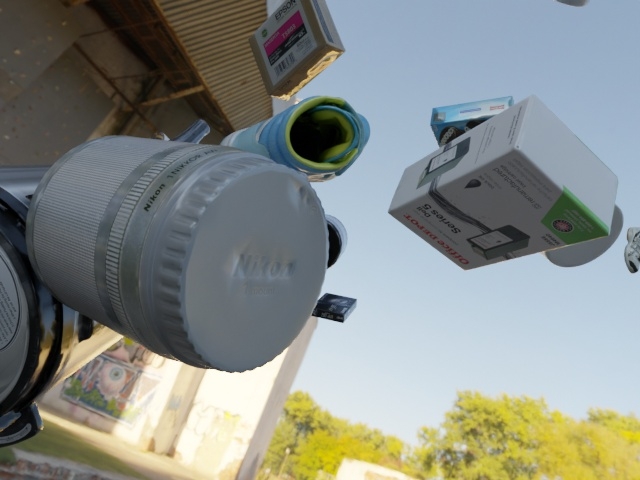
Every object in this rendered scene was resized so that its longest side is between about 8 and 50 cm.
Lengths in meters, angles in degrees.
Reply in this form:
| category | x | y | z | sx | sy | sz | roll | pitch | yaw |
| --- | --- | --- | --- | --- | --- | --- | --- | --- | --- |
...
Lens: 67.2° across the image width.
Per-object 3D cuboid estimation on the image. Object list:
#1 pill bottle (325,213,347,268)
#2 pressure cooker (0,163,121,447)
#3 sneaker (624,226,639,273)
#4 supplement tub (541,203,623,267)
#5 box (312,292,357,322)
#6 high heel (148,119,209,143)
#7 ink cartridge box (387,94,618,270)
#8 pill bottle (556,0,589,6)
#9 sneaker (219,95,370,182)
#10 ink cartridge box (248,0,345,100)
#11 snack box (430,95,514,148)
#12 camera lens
| category | x | y | z | sx | sy | sz | roll | pitch | yaw |
| --- | --- | --- | --- | --- | --- | --- | --- | --- | --- |
| pill bottle | 0.000 | 0.000 | 1.132 | 0.122 | 0.123 | 0.219 | 21 | 7 | 5 |
| pressure cooker | -0.493 | 0.074 | 0.718 | 0.369 | 0.376 | 0.420 | 27 | 11 | 1 |
| sneaker | 0.514 | 0.013 | 0.776 | 0.032 | 0.083 | 0.037 | 33 | -25 | -35 |
| supplement tub | 0.516 | -0.087 | 1.087 | 0.191 | 0.272 | 0.191 | -5 | -54 | -7 |
| box | 0.026 | 0.126 | 0.912 | 0.067 | 0.018 | 0.083 | 10 | 17 | 20 |
| high heel | -0.363 | -0.155 | 1.028 | 0.261 | 0.186 | 0.093 | -22 | -62 | 39 |
| ink cartridge box | 0.272 | -0.069 | 0.760 | 0.198 | 0.115 | 0.273 | 35 | -29 | -17 |
| pill bottle | 0.586 | -0.655 | 1.018 | 0.152 | 0.152 | 0.272 | 21 | -43 | 5 |
| sneaker | 0.022 | -0.156 | 0.748 | 0.208 | 0.319 | 0.127 | -8 | -74 | 47 |
| ink cartridge box | -0.070 | -0.527 | 1.300 | 0.234 | 0.193 | 0.088 | -30 | -14 | 37 |
| snack box | 0.415 | -0.231 | 1.242 | 0.187 | 0.060 | 0.322 | -2 | -27 | 28 |
| camera lens | -0.157 | 0.003 | 0.524 | 0.274 | 0.219 | 0.219 | 13 | -26 | 36 |
